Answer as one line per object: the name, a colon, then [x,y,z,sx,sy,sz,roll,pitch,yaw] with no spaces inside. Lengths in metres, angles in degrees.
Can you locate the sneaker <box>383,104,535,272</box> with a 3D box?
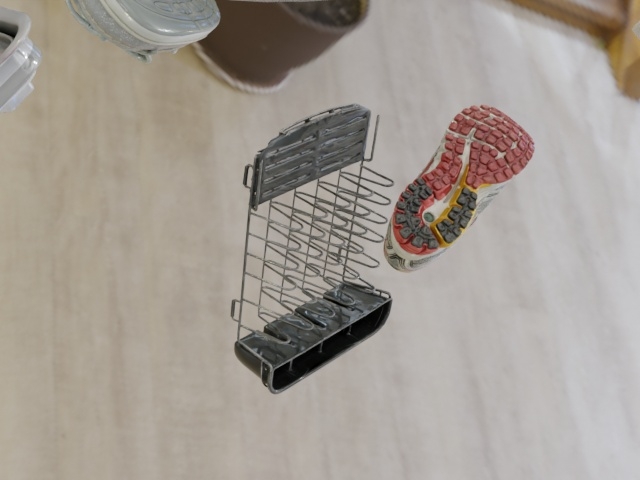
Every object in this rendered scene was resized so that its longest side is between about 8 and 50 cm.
sneaker: [0.132,-0.055,1.173,0.088,0.092,0.225,42,58,8]

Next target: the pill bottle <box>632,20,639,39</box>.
pill bottle: [0.466,-0.163,1.260,0.272,0.152,0.152,49,42,1]

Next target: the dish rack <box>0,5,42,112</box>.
dish rack: [-0.450,-0.119,1.254,0.333,0.285,0.072,-50,128,-14]

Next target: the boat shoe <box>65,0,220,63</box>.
boat shoe: [-0.165,-0.220,1.076,0.118,0.103,0.320,45,15,-16]

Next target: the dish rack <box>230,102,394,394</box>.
dish rack: [0.000,0.000,1.193,0.074,0.271,0.208,25,33,30]
